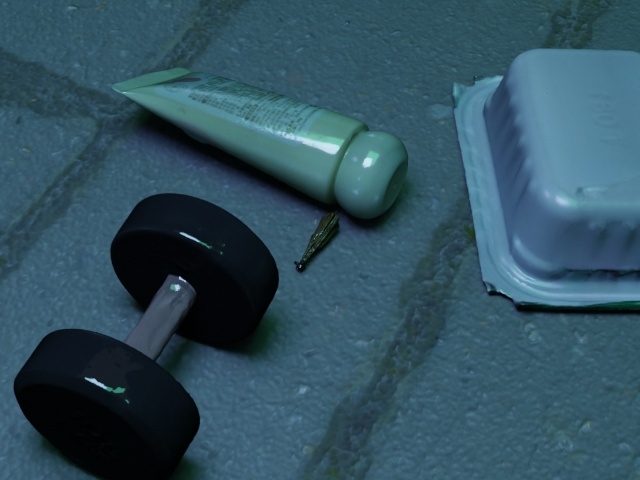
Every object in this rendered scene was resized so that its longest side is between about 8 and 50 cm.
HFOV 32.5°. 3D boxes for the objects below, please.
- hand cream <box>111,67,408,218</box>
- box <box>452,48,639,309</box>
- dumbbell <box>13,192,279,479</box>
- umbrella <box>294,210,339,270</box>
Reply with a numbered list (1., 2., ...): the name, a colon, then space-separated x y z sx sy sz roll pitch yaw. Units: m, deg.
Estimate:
1. hand cream: -0.057 -0.119 1.150 0.306 0.093 0.147 26 26 16
2. box: 0.290 -0.087 1.153 0.264 0.106 0.336 0 52 -5
3. dumbbell: -0.144 0.082 0.946 0.153 0.152 0.218 20 52 11
4. umbrella: -0.002 -0.002 1.108 0.020 0.031 0.083 46 58 -10
